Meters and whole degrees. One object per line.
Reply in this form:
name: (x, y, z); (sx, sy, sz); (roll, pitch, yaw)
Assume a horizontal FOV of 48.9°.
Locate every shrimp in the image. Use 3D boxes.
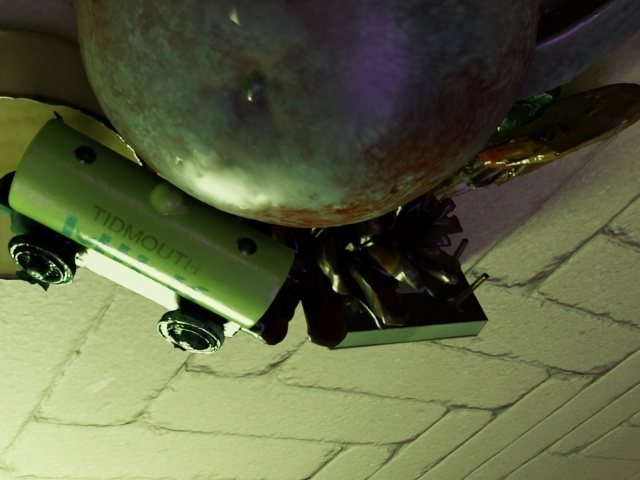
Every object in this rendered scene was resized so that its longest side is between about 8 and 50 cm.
shrimp: (0.253, -0.109, 0.840); (0.287, 0.152, 0.063); (-27, 106, 15)

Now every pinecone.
pinecone: (0.000, 0.000, 0.739); (0.244, 0.309, 0.244); (-14, 108, -50)

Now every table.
table: (0.116, 0.063, 0.977); (0.240, 0.122, 0.111); (-2, 137, -24)

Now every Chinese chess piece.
Chinese chess piece: (-0.278, -0.071, 0.655); (0.249, 0.103, 0.250); (-12, 141, -10)

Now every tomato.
tomato: (-0.008, -0.163, 0.497); (0.316, 0.283, 0.317); (5, 125, 7)

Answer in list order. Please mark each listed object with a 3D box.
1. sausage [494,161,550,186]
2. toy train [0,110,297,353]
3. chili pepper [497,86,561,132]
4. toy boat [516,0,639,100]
sausage: (0.296, -0.117, 0.920); (0.158, 0.036, 0.042); (-29, 129, 9)
toy train: (-0.139, -0.002, 0.568); (0.253, 0.105, 0.157); (29, 144, -11)
chili pepper: (0.153, -0.161, 0.771); (0.253, 0.083, 0.099); (-13, 141, -19)
toy boat: (0.182, -0.255, 0.627); (0.293, 0.111, 0.276); (26, 120, -33)
